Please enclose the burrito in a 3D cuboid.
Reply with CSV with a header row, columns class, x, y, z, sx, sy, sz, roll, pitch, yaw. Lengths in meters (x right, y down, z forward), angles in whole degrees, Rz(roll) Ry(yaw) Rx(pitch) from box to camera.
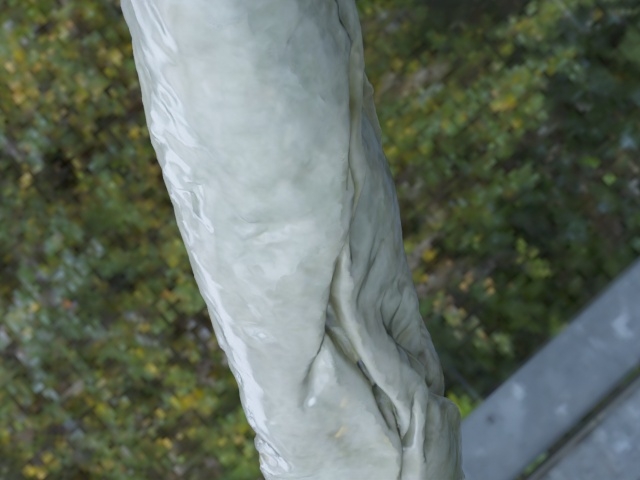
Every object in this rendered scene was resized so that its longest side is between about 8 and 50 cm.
class,x,y,z,sx,sy,sz,roll,pitch,yaw
burrito,0.000,0.000,0.525,0.076,0.117,0.392,2,135,18
